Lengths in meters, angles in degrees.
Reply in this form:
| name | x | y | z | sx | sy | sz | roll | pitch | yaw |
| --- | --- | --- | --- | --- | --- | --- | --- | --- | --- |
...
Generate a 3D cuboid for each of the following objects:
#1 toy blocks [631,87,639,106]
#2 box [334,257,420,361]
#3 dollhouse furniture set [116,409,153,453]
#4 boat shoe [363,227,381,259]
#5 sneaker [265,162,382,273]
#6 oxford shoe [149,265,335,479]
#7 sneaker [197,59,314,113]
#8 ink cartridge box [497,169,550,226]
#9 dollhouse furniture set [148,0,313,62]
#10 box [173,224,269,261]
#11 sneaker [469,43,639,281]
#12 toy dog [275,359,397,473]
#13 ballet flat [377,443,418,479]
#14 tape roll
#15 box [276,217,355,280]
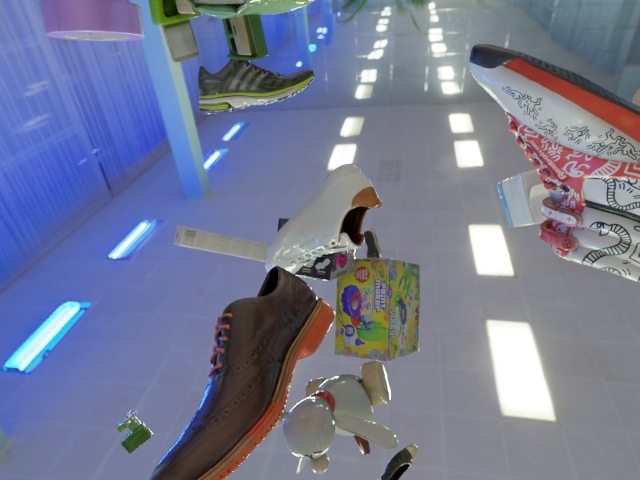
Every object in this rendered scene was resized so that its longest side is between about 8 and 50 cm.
| name | x | y | z | sx | sy | sz | roll | pitch | yaw |
| --- | --- | --- | --- | --- | --- | --- | --- | --- | --- |
| toy blocks | 0.501 | -0.188 | 0.678 | 0.054 | 0.123 | 0.148 | 55 | -154 | 16 |
| box | 0.189 | 0.210 | 1.311 | 0.177 | 0.290 | 0.279 | -2 | 172 | 30 |
| dollhouse furniture set | -0.431 | 0.444 | 0.988 | 0.058 | 0.076 | 0.151 | -39 | -174 | -15 |
| boat shoe | 0.206 | 0.030 | 1.609 | 0.056 | 0.153 | 0.048 | -10 | -168 | 33 |
| sneaker | 0.000 | 0.000 | 0.783 | 0.106 | 0.290 | 0.123 | -7 | -127 | -53 |
| oxford shoe | -0.080 | 0.121 | 0.397 | 0.097 | 0.098 | 0.271 | -38 | -173 | 32 |
| sneaker | -0.163 | -0.394 | 1.015 | 0.300 | 0.121 | 0.111 | -12 | -162 | -5 |
| ink cartridge box | 0.387 | -0.078 | 0.725 | 0.092 | 0.090 | 0.143 | -14 | 179 | 7 |
| dollhouse furniture set | -0.144 | -0.392 | 0.762 | 0.301 | 0.151 | 0.197 | 23 | -134 | 36 |
| box | -0.327 | 0.012 | 1.395 | 0.324 | 0.067 | 0.063 | 13 | 179 | -38 |
| sneaker | 0.234 | -0.071 | 0.400 | 0.270 | 0.145 | 0.090 | 36 | -142 | 16 |
| toy dog | 0.030 | 0.321 | 0.702 | 0.220 | 0.161 | 0.333 | -27 | 166 | 33 |
| ballet flat | 0.152 | 0.503 | 0.864 | 0.173 | 0.057 | 0.049 | -44 | -143 | -18 |
| tape roll | -0.689 | -0.670 | 1.264 | 0.274 | 0.090 | 0.275 | -1 | -160 | 0 |
| box | -0.002 | 0.017 | 1.116 | 0.163 | 0.142 | 0.247 | 7 | -176 | 18 |
